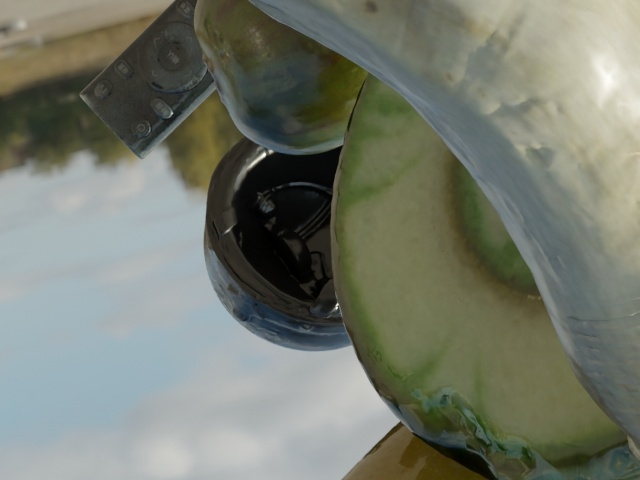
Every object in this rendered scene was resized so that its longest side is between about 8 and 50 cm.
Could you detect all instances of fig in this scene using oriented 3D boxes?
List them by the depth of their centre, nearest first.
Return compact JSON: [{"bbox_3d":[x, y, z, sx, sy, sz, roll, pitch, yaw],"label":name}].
[{"bbox_3d":[0.045,-0.154,1.314,0.259,0.151,0.151,-19,-173,1],"label":"fig"}]

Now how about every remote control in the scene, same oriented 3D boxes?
[{"bbox_3d":[-0.098,-0.255,2.067,0.377,0.107,0.044,-44,163,1],"label":"remote control"}]

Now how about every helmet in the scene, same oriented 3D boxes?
[{"bbox_3d":[0.000,0.000,1.871,0.279,0.230,0.160,-42,167,-35],"label":"helmet"}]

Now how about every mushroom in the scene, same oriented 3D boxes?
[{"bbox_3d":[0.099,-0.030,0.714,0.123,0.351,0.095,-36,-151,13],"label":"mushroom"}]

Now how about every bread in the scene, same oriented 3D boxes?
[{"bbox_3d":[0.179,-0.030,1.084,0.366,0.382,0.129,-38,144,26],"label":"bread"}]

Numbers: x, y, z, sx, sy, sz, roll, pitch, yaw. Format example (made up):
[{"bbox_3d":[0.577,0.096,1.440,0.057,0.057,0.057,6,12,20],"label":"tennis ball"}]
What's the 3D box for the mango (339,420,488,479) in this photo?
[{"bbox_3d":[0.039,0.260,1.195,0.384,0.199,0.221,-57,164,-22],"label":"mango"}]
